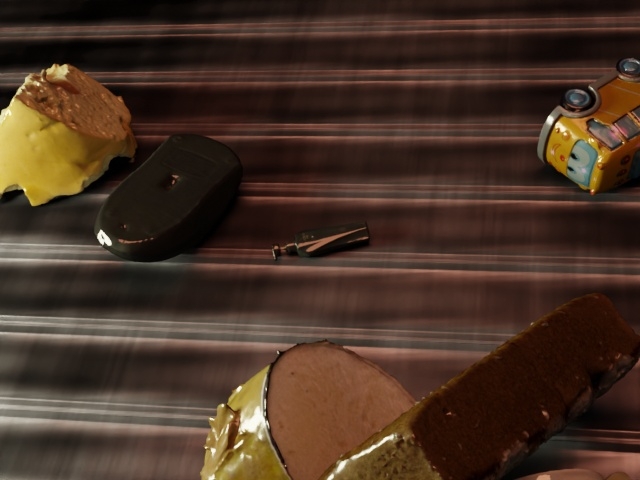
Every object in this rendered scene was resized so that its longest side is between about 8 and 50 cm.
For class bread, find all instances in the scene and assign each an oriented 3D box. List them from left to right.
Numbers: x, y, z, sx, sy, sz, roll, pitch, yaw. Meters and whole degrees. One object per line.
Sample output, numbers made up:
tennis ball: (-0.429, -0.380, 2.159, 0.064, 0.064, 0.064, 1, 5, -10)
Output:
bread: (-0.405, -0.147, 1.592, 0.211, 0.224, 0.183, 28, 37, -22)
bread: (0.172, 0.180, 1.033, 0.417, 0.165, 0.113, -22, 71, -47)

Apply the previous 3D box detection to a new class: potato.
potato: (0.006, 0.273, 1.081, 0.246, 0.196, 0.299, -22, 74, -47)

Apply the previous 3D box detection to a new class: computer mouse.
computer mouse: (-0.219, -0.048, 1.464, 0.138, 0.086, 0.269, 23, 47, 16)

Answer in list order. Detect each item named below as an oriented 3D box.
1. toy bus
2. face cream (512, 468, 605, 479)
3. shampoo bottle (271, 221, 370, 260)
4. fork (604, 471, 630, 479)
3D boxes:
toy bus: (0.421, -0.156, 1.435, 0.210, 0.126, 0.136, -30, 59, -17)
face cream: (0.246, 0.409, 0.932, 0.146, 0.145, 0.369, -10, 57, 0)
shampoo bottle: (0.000, 0.000, 1.424, 0.137, 0.027, 0.048, -12, 45, -1)
fork: (0.259, 0.317, 1.104, 0.219, 0.028, 0.034, -33, 44, -24)
